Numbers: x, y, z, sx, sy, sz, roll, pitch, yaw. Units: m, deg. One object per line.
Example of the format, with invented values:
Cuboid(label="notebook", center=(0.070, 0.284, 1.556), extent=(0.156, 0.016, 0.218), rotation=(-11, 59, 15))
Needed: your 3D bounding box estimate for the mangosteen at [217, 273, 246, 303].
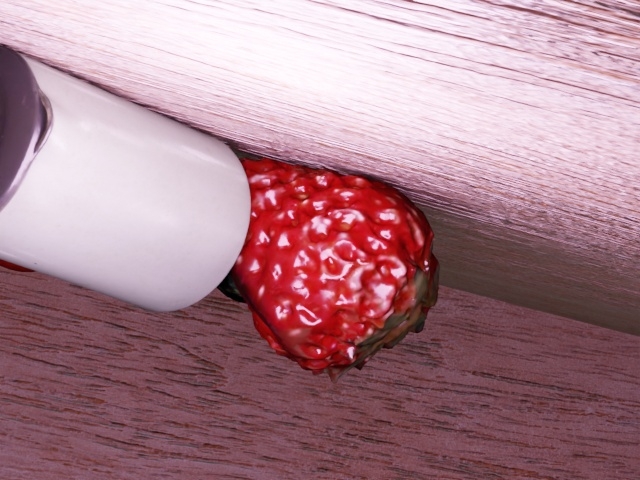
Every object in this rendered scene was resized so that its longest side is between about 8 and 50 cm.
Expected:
Cuboid(label="mangosteen", center=(-0.116, -0.014, 1.978), extent=(0.231, 0.231, 0.289), rotation=(17, -146, -32))

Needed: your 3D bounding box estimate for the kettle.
Cuboid(label="kettle", center=(-0.337, -0.065, 1.320), extent=(0.361, 0.249, 0.377), rotation=(-3, 165, 31))

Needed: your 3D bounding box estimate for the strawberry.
Cuboid(label="strawberry", center=(-0.008, 0.006, 1.485), extent=(0.345, 0.295, 0.317), rotation=(48, -152, 17))

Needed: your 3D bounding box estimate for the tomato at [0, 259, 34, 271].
Cuboid(label="tomato", center=(-0.440, -0.049, 1.563), extent=(0.136, 0.195, 0.195), rotation=(1, 178, -5))
